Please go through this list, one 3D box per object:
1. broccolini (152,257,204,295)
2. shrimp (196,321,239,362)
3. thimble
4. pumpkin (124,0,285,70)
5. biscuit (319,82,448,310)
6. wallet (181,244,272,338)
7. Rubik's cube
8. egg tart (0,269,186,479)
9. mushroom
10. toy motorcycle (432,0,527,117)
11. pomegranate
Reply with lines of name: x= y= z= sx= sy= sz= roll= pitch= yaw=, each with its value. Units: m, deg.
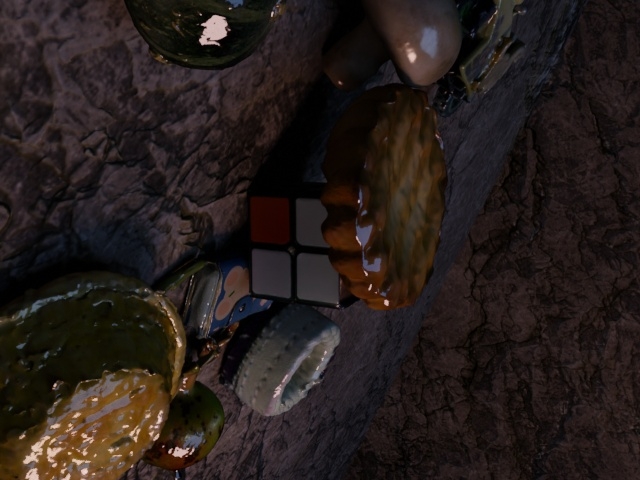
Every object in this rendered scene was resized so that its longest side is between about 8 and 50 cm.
broccolini: x=-0.246 y=0.143 z=0.958 sx=0.271 sy=0.062 sz=0.123 roll=-53 pitch=165 yaw=-16
shrimp: x=-0.170 y=0.172 z=1.128 sx=0.095 sy=0.045 sz=0.162 roll=-30 pitch=172 yaw=-15
thimble: x=-0.079 y=0.229 z=1.312 sx=0.237 sy=0.150 sz=0.237 roll=-45 pitch=156 yaw=-27
pumpkin: x=-0.097 y=-0.249 z=0.601 sx=0.190 sy=0.146 sz=0.190 roll=-166 pitch=-90 yaw=-87
biscuit: x=0.092 y=-0.063 z=0.943 sx=0.326 sy=0.107 sz=0.325 roll=-11 pitch=103 yaw=-58
wallet: x=-0.139 y=0.074 z=1.088 sx=0.202 sy=0.059 sz=0.141 roll=-21 pitch=132 yaw=-60
Rubik's cube: x=-0.001 y=0.000 z=1.063 sx=0.183 sy=0.167 sz=0.180 roll=-21 pitch=112 yaw=-61
egg tart: x=-0.286 y=0.195 z=0.767 sx=0.341 sy=0.132 sz=0.341 roll=-32 pitch=139 yaw=-32
mushroom: x=0.107 y=-0.315 z=0.960 sx=0.206 sy=0.209 sz=0.206 roll=7 pitch=80 yaw=-44
toy motorcycle: x=0.280 y=-0.382 z=1.244 sx=0.237 sy=0.169 sz=0.410 roll=-51 pitch=164 yaw=0
pomegranate: x=-0.222 y=0.269 z=1.044 sx=0.156 sy=0.156 sz=0.220 roll=-30 pitch=151 yaw=-51
